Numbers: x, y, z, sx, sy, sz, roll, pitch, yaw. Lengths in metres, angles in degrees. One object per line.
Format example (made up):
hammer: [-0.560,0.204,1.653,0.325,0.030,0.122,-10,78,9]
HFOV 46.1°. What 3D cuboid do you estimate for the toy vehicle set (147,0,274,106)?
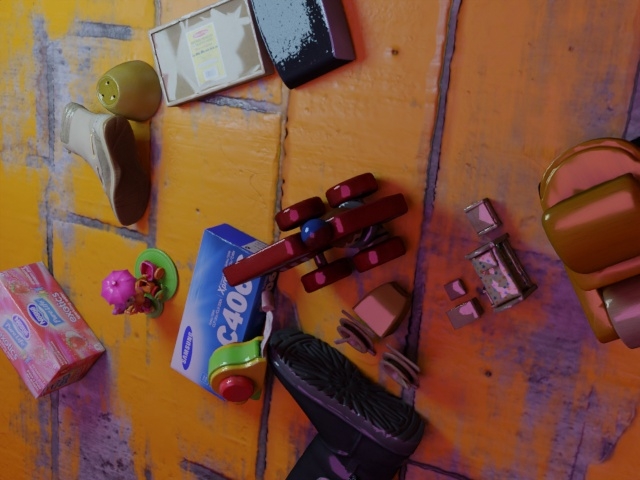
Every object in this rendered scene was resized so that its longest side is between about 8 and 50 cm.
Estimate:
toy vehicle set: [-0.228,-0.387,1.542,0.266,0.035,0.166,-10,95,31]

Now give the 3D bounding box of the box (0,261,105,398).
box: [-0.704,0.218,1.876,0.300,0.154,0.142,51,120,13]

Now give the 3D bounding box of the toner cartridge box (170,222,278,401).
toner cartridge box: [-0.205,0.155,1.619,0.165,0.075,0.348,26,112,24]

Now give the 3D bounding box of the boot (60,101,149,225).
boot: [-0.495,-0.175,1.707,0.203,0.095,0.262,22,131,37]

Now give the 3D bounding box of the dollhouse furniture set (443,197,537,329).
dollhouse furniture set: [0.254,0.048,1.315,0.161,0.101,0.182,-32,84,31]

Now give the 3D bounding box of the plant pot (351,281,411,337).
plant pot: [0.125,0.124,1.422,0.081,0.081,0.083,45,105,15]

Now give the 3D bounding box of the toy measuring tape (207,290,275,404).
toy measuring tape: [-0.162,0.220,1.476,0.121,0.121,0.330,33,137,20]

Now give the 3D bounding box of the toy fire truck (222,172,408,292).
toy fire truck: [0.000,0.000,1.363,0.302,0.254,0.169,-24,88,32]

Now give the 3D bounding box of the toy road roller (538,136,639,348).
toy road roller: [0.447,0.009,1.113,0.202,0.240,0.330,-26,87,32]

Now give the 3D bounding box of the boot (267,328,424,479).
boot: [-0.032,0.455,1.556,0.367,0.146,0.445,36,120,21]

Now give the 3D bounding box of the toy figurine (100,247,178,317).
toy figurine: [-0.424,0.116,1.689,0.130,0.159,0.173,24,112,24]

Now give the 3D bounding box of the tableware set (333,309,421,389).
tableware set: [0.102,0.221,1.430,0.194,0.039,0.128,36,161,21]

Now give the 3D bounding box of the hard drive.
hard drive: [-0.047,-0.431,1.416,0.172,0.054,0.255,-18,91,31]

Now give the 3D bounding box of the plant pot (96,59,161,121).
plant pot: [-0.429,-0.325,1.636,0.134,0.095,0.134,6,103,29]
